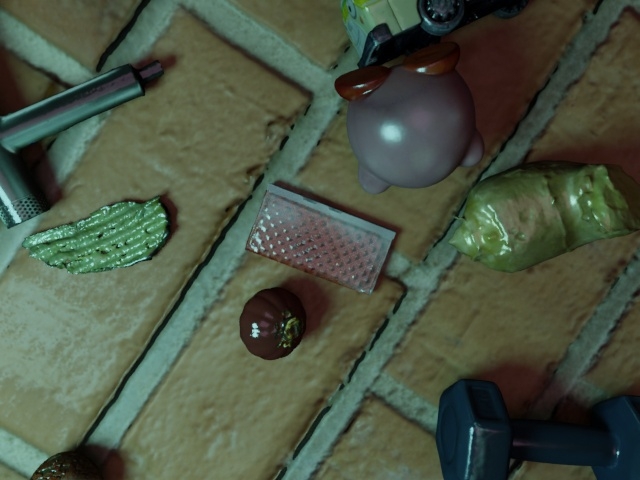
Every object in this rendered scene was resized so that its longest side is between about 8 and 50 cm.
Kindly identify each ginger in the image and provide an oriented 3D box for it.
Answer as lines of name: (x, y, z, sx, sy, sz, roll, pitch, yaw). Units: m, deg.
ginger: (0.305, -0.041, 0.774, 0.267, 0.152, 0.138, -17, 93, 17)

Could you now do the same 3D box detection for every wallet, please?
wallet: (0.000, 0.000, 0.816, 0.196, 0.020, 0.103, 20, 92, -5)

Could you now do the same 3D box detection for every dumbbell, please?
dumbbell: (0.328, 0.284, 0.797, 0.316, 0.143, 0.156, 6, 93, -4)

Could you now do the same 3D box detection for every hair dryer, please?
hair dryer: (-0.392, -0.221, 0.757, 0.284, 0.155, 0.320, -40, 110, -20)

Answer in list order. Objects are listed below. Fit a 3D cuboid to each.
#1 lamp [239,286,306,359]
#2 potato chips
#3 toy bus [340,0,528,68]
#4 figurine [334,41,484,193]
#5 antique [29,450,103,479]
lamp: (-0.065, 0.114, 0.787, 0.101, 0.090, 0.101, -7, 101, -42)
potato chips: (-0.306, 0.003, 0.791, 0.207, 0.028, 0.092, -19, 94, -4)
toy bus: (0.164, -0.359, 0.740, 0.305, 0.143, 0.179, -26, 93, -1)
figurine: (0.119, -0.149, 0.741, 0.173, 0.173, 0.173, 0, 94, -4)
antique: (-0.349, 0.341, 0.781, 0.104, 0.104, 0.104, 0, 94, -4)
